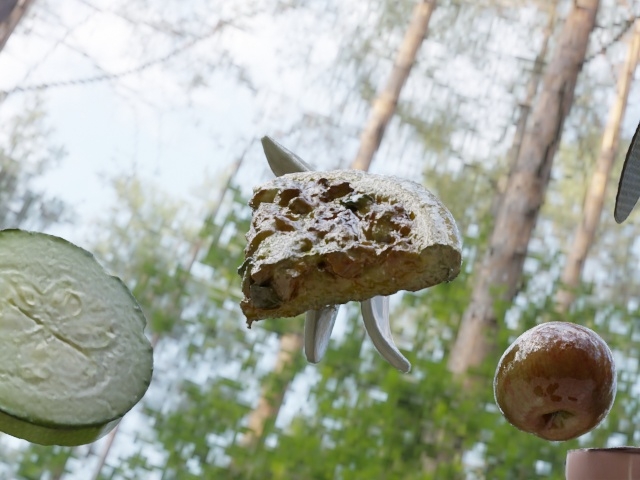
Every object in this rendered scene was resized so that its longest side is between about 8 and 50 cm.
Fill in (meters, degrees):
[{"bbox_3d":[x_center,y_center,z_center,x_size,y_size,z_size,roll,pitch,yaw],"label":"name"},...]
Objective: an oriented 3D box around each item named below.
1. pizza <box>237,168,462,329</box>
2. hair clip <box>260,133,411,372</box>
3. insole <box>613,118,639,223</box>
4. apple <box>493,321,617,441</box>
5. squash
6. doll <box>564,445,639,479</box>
[{"bbox_3d":[0.000,0.000,1.394,0.292,0.197,0.058,24,-37,53],"label":"pizza"},{"bbox_3d":[0.023,0.020,1.834,0.113,0.282,0.172,-12,-14,9],"label":"hair clip"},{"bbox_3d":[0.322,-0.135,1.517,0.005,0.253,0.086,21,3,27],"label":"insole"},{"bbox_3d":[0.240,0.143,1.632,0.126,0.102,0.126,-2,-45,-2],"label":"apple"},{"bbox_3d":[-0.258,0.086,1.478,0.219,0.219,0.041,31,-48,-14],"label":"squash"},{"bbox_3d":[0.230,0.290,1.186,0.216,0.268,0.284,2,-13,12],"label":"doll"}]
